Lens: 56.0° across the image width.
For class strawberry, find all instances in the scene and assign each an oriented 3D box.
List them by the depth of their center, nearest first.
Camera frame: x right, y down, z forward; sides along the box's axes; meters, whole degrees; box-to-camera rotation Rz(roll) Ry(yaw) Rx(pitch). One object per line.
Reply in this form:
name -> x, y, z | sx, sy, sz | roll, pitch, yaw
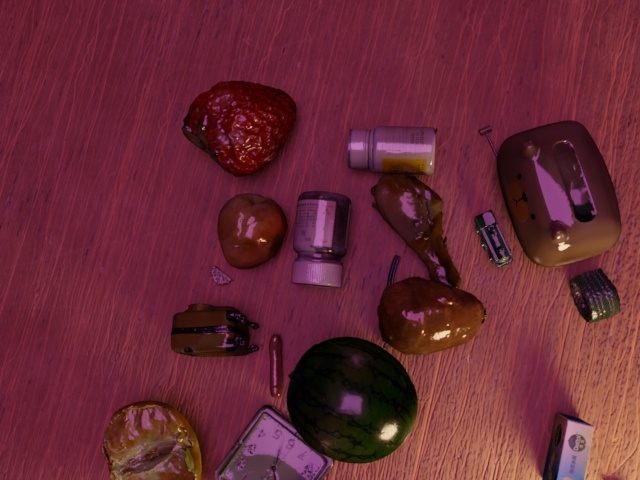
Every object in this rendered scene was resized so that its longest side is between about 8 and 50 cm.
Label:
strawberry -> -0.236, -0.360, 1.819 | 0.292, 0.292, 0.310 | 44, 97, 12

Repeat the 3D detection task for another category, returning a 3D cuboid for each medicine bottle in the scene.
medicine bottle -> 0.000, 0.000, 1.785 | 0.165, 0.165, 0.273 | 6, 82, 9
medicine bottle -> 0.214, -0.272, 1.802 | 0.258, 0.143, 0.143 | 5, 83, 9

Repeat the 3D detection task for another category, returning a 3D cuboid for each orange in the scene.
orange -> -0.476, 0.630, 1.757 | 0.263, 0.196, 0.334 | -32, 74, 18

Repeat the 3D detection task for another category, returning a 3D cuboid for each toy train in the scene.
toy train -> 0.500, -0.003, 1.738 | 0.071, 0.111, 0.170 | -24, 79, 9

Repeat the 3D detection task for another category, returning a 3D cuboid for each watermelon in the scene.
watermelon -> 0.081, 0.427, 1.627 | 0.363, 0.363, 0.363 | -1, 82, 9

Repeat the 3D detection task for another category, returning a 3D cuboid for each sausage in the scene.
sausage -> -0.135, 0.377, 1.815 | 0.043, 0.043, 0.186 | -2, 82, 8

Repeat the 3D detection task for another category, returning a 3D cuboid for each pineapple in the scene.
pineapple -> -0.319, 0.116, 1.892 | 0.083, 0.019, 0.045 | 39, 86, 9

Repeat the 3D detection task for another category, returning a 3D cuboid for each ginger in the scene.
ginger -> 0.283, 0.212, 1.633 | 0.269, 0.200, 0.223 | 23, 52, 35

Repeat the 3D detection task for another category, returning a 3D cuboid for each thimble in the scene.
thimble -> 0.761, 0.155, 1.672 | 0.090, 0.118, 0.135 | -18, 64, 1

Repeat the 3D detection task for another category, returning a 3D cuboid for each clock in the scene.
clock -> -0.135, 0.668, 1.771 | 0.273, 0.049, 0.279 | 35, 88, 13

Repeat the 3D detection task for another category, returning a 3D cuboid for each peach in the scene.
peach -> -0.217, -0.022, 1.816 | 0.214, 0.214, 0.235 | 23, 104, 11

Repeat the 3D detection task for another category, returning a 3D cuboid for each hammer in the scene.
hammer -> 0.518, -0.293, 1.822 | 0.036, 0.019, 0.110 | -23, 82, 5

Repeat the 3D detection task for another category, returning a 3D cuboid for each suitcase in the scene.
suitcase -> -0.315, 0.269, 1.783 | 0.235, 0.194, 0.143 | -3, 74, 8

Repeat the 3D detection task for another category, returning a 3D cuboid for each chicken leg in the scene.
chicken leg -> 0.297, -0.011, 1.766 | 0.201, 0.153, 0.429 | -27, 86, 17

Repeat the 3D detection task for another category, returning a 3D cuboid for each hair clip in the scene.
hair clip -> 0.218, 0.180, 1.788 | 0.083, 0.048, 0.275 | -5, 80, 12

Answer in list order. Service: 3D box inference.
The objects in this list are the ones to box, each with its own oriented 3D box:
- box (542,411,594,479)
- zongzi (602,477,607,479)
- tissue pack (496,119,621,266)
box -> 0.664, 0.575, 1.616 | 0.073, 0.139, 0.194 | 13, 84, 10
zongzi -> 0.791, 0.701, 1.633 | 0.083, 0.040, 0.076 | 26, 93, 23
tissue pack -> 0.650, -0.130, 1.651 | 0.267, 0.277, 0.387 | -15, 81, 4
